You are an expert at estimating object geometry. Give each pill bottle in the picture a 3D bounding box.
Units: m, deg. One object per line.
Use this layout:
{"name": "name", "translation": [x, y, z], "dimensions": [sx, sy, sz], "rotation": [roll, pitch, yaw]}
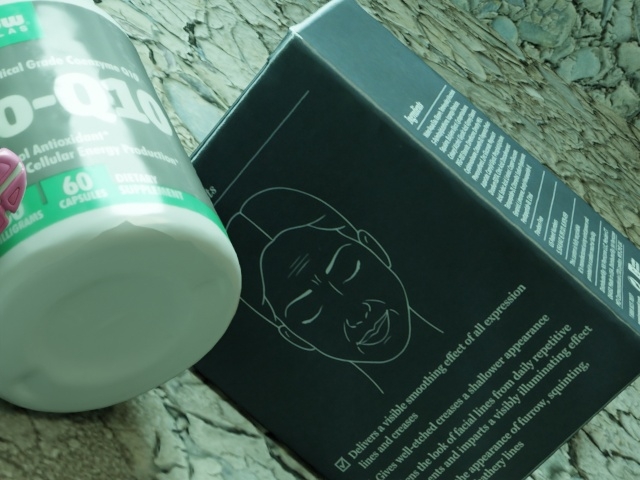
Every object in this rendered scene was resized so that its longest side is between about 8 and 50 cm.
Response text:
{"name": "pill bottle", "translation": [-0.214, -0.064, 0.973], "dimensions": [0.204, 0.204, 0.361], "rotation": [16, 34, -45]}

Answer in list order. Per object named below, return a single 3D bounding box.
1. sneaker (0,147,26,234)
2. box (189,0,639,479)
{"name": "sneaker", "translation": [-0.265, -0.009, 0.811], "dimensions": [0.063, 0.170, 0.075], "rotation": [45, 6, -36]}
{"name": "box", "translation": [0.058, 0.030, 1.119], "dimensions": [0.395, 0.293, 0.212], "rotation": [41, 23, -3]}
